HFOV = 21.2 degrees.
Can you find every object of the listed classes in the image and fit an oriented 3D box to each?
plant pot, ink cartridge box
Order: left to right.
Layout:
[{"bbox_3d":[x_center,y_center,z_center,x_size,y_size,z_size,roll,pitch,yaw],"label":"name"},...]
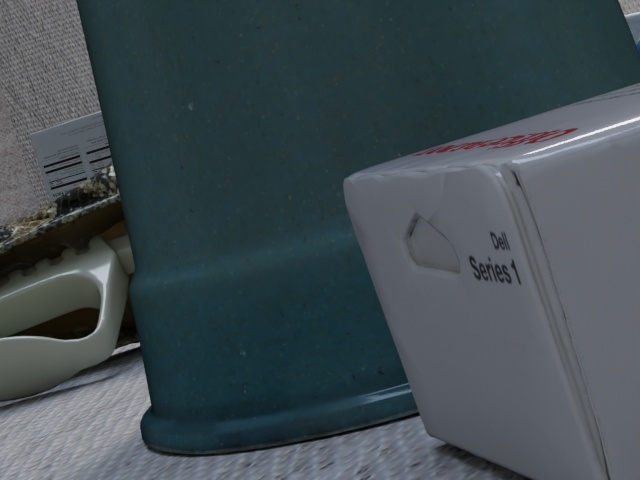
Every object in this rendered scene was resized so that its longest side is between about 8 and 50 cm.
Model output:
[{"bbox_3d":[0.017,-0.100,0.912,0.341,0.334,0.341,-18,5,2],"label":"plant pot"},{"bbox_3d":[0.172,-0.012,0.621,0.278,0.117,0.201,-18,4,-13],"label":"ink cartridge box"}]

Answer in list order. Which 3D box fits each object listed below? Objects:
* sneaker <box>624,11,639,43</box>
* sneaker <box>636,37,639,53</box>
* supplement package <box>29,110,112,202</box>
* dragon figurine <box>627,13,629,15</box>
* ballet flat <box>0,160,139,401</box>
[{"bbox_3d":[0.339,-0.121,1.303,0.296,0.104,0.147,-4,-18,26],"label":"sneaker"},{"bbox_3d":[0.236,-0.087,1.230,0.240,0.126,0.091,-12,7,44],"label":"sneaker"},{"bbox_3d":[-0.179,-0.055,1.890,0.149,0.203,0.194,-13,7,38],"label":"supplement package"},{"bbox_3d":[0.322,-0.195,2.082,0.289,0.144,0.085,-20,5,-34],"label":"dragon figurine"},{"bbox_3d":[-0.163,0.033,1.304,0.483,0.164,0.182,-23,27,-6],"label":"ballet flat"}]
